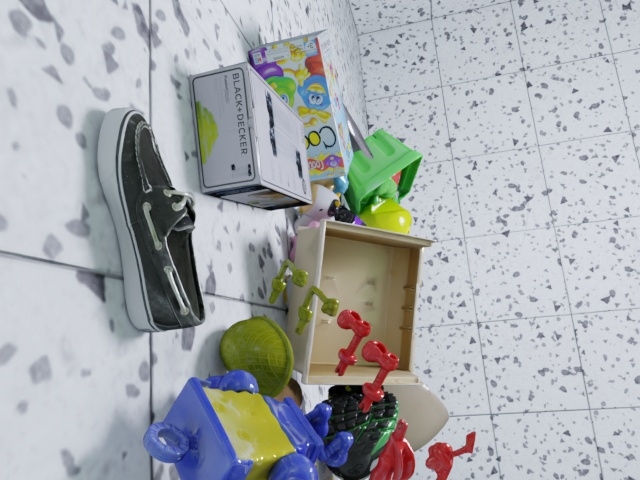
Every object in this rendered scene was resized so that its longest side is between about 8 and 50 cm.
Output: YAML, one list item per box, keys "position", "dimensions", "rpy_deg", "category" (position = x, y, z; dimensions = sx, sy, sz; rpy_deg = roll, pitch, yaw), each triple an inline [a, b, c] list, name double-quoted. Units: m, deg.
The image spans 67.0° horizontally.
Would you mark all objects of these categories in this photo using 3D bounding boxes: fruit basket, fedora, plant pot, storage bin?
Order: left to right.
- position: [0.016, -0.293, 1.209]
  dimensions: [0.275, 0.124, 0.244]
  rpy_deg: [46, 20, -55]
  category: "fedora"
- position: [0.077, 0.116, 0.873]
  dimensions: [0.123, 0.260, 0.263]
  rpy_deg: [-6, -103, 63]
  category: "storage bin"
- position: [0.183, 0.490, 1.346]
  dimensions: [0.191, 0.284, 0.284]
  rpy_deg: [-48, 141, -25]
  category: "plant pot"
- position: [0.218, -0.122, 1.599]
  dimensions: [0.392, 0.283, 0.392]
  rpy_deg: [54, -6, 8]
  category: "fruit basket"

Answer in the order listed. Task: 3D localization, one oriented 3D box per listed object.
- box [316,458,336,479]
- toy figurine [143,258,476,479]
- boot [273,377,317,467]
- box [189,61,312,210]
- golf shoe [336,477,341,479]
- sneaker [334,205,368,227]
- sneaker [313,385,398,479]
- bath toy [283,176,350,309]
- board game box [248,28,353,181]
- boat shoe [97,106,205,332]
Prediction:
- position: [-0.019, 0.401, 0.825]
  dimensions: [0.126, 0.072, 0.137]
  rpy_deg: [49, 36, -67]
  category: "box"
- position: [-0.067, 0.151, 0.472]
  dimensions: [0.217, 0.362, 0.191]
  rpy_deg: [13, 111, -41]
  category: "toy figurine"
- position: [-0.050, 0.280, 0.667]
  dimensions: [0.305, 0.115, 0.112]
  rpy_deg: [-54, 132, -75]
  category: "boot"
- position: [-0.096, -0.145, 0.771]
  dimensions: [0.290, 0.087, 0.169]
  rpy_deg: [2, 81, -78]
  category: "box"
- position: [0.028, 0.521, 1.016]
  dimensions: [0.086, 0.067, 0.186]
  rpy_deg: [59, -2, 32]
  category: "golf shoe"
- position: [0.069, -0.042, 1.419]
  dimensions: [0.146, 0.102, 0.293]
  rpy_deg: [46, -6, 0]
  category: "sneaker"
- position: [0.073, 0.322, 0.790]
  dimensions: [0.343, 0.134, 0.146]
  rpy_deg: [41, 38, -78]
  category: "sneaker"
- position: [0.000, 0.000, 1.026]
  dimensions: [0.151, 0.128, 0.348]
  rpy_deg: [69, 19, -47]
  category: "bath toy"
- position: [-0.032, -0.275, 1.009]
  dimensions: [0.144, 0.142, 0.275]
  rpy_deg: [-71, 150, -61]
  category: "board game box"
- position: [-0.154, -0.021, 0.470]
  dimensions: [0.078, 0.070, 0.220]
  rpy_deg: [-35, 117, -76]
  category: "boat shoe"
